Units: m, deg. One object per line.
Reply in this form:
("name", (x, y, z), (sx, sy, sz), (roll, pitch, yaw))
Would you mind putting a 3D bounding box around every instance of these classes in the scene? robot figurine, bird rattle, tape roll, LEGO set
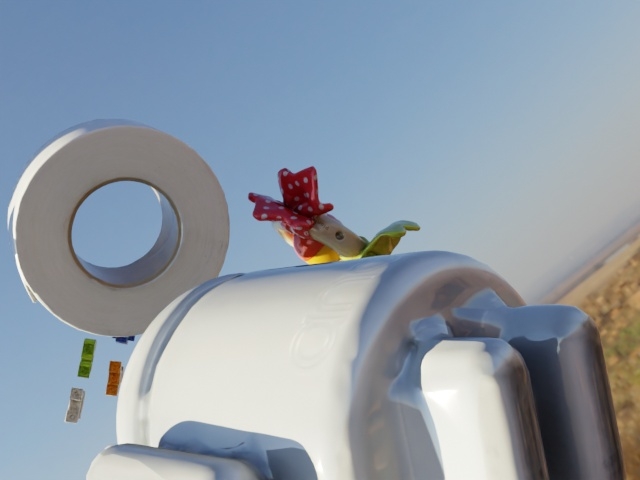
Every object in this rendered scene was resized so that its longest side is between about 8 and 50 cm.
("robot figurine", (0.007, 0.113, 0.614), (0.300, 0.199, 0.354), (-10, 1, -45))
("bird rattle", (0.000, 0.000, 1.393), (0.143, 0.254, 0.207), (-70, 15, -13))
("tape roll", (-0.270, -0.018, 1.297), (0.286, 0.286, 0.100), (-37, 24, -11))
("LEGO set", (-0.365, 0.201, 1.638), (0.093, 0.087, 0.227), (120, 159, -74))
